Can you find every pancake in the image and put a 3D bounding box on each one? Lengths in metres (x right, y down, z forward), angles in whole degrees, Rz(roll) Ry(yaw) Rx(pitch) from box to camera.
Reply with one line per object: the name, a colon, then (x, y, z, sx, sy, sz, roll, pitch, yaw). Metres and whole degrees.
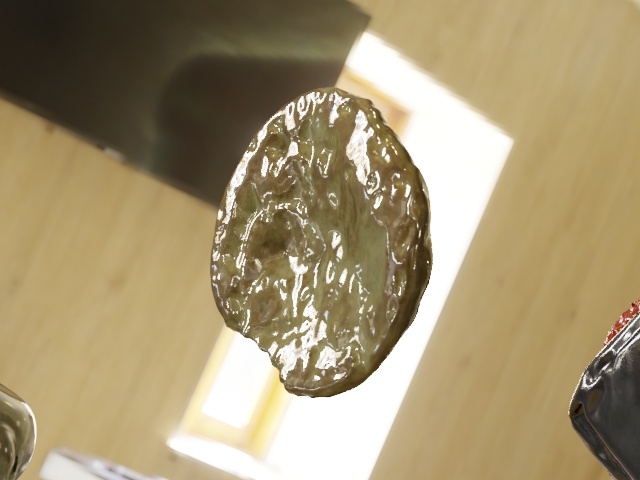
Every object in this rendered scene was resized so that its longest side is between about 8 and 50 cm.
pancake: (0.001, 0.000, 1.128, 0.042, 0.222, 0.236, 15, -3, -36)

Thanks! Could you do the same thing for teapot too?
teapot: (-0.379, 0.181, 1.560, 0.294, 0.129, 0.193, 25, -10, 40)

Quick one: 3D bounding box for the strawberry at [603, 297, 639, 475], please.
strawberry: (0.401, 0.166, 1.594, 0.250, 0.238, 0.288, 25, -30, -2)

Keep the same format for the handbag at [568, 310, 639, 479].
handbag: (0.345, 0.150, 0.993, 0.275, 0.178, 0.302, -1, 42, -49)
